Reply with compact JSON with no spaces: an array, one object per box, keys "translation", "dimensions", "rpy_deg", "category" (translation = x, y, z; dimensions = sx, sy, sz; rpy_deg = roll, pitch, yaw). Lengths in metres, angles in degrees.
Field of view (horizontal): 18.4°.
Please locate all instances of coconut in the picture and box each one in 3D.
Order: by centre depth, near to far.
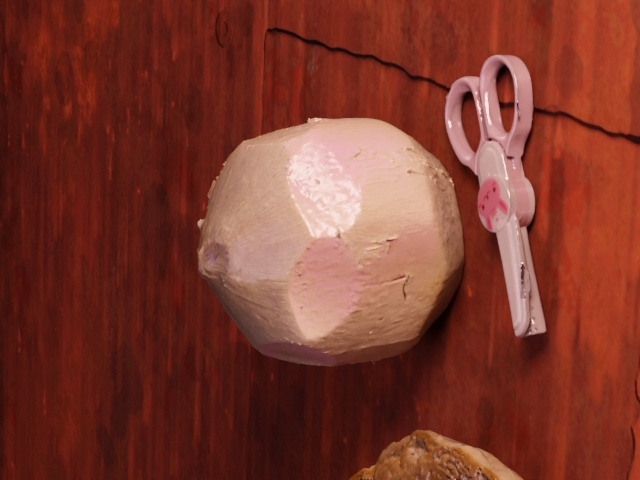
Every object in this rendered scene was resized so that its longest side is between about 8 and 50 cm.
[{"translation":[-0.001,-0.001,1.784],"dimensions":[0.227,0.230,0.227],"rpy_deg":[10,101,59],"category":"coconut"}]

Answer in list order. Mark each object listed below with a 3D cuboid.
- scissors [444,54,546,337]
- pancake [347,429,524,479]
[{"translation":[0.158,-0.035,1.703],"dimensions":[0.118,0.030,0.242],"rpy_deg":[-31,66,58],"category":"scissors"},{"translation":[0.133,0.355,1.751],"dimensions":[0.387,0.082,0.387],"rpy_deg":[22,117,52],"category":"pancake"}]
